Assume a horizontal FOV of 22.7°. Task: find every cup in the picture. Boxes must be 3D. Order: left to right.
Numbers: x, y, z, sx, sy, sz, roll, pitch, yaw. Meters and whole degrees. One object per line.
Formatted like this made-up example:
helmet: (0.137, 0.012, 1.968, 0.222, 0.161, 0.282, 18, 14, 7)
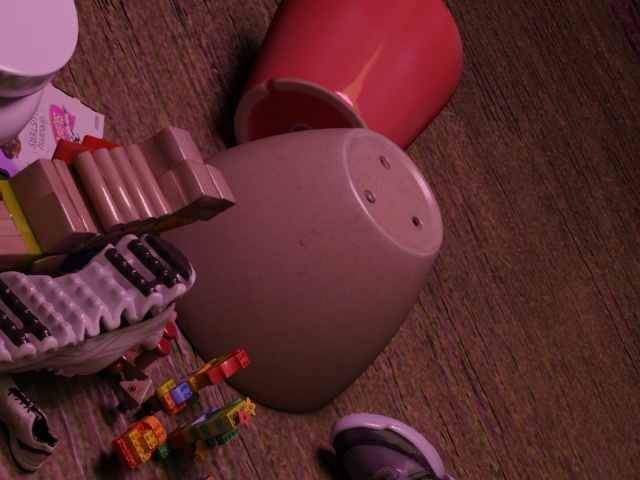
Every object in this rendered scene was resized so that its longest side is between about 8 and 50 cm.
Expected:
cup: (0.000, 0.000, 1.854, 0.331, 0.237, 0.331, 34, 37, -30)

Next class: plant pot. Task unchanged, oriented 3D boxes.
plant pot: (0.022, -0.193, 2.064, 0.275, 0.275, 0.243, 47, 43, -14)

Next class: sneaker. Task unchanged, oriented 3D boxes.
sneaker: (-0.281, 0.160, 1.501, 0.040, 0.043, 0.109, -20, 75, -56)
sneaker: (-0.253, 0.087, 1.512, 0.292, 0.118, 0.110, -14, 50, -37)
sneaker: (0.103, 0.323, 1.817, 0.268, 0.101, 0.153, 48, 29, -18)

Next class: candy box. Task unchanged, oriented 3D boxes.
candy box: (-0.323, -0.102, 1.663, 0.196, 0.070, 0.165, 31, 38, -35)

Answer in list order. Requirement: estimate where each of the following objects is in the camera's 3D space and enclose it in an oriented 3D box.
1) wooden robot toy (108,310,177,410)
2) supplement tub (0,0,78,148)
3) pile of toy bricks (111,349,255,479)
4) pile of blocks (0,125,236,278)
wooden robot toy: (-0.199, 0.098, 1.652, 0.079, 0.076, 0.173, 33, 36, -15)
supplement tub: (-0.386, -0.138, 1.363, 0.235, 0.325, 0.235, 35, 37, -31)
pile of toy bricks: (-0.114, 0.190, 1.629, 0.118, 0.105, 0.212, 62, 29, -6)
pile of blocks: (-0.261, -0.034, 1.576, 0.362, 0.149, 0.113, -16, 72, -36)
